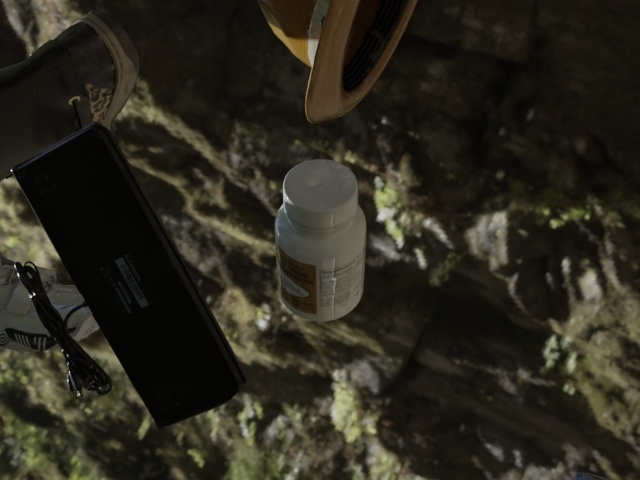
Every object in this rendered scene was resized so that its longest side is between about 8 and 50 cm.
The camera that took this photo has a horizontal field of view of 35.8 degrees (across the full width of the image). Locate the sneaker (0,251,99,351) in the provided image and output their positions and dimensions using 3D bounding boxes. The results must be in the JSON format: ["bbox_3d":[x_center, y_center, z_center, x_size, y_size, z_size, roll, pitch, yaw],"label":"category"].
[{"bbox_3d":[-0.528,0.069,1.642,0.137,0.366,0.210,-72,-26,-61],"label":"sneaker"}]

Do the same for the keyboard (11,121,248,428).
[{"bbox_3d":[-0.220,0.053,1.027,0.201,0.317,0.033,-24,8,22],"label":"keyboard"}]

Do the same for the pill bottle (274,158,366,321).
[{"bbox_3d":[0.000,0.000,1.419,0.229,0.131,0.131,90,-156,-49],"label":"pill bottle"}]

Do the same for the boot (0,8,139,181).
[{"bbox_3d":[-0.399,-0.114,1.272,0.284,0.138,0.377,-36,-7,-39],"label":"boot"}]

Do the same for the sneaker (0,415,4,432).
[{"bbox_3d":[-0.532,0.235,1.418,0.064,0.192,0.086,-49,-54,-25],"label":"sneaker"}]

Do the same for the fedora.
[{"bbox_3d":[0.013,-0.173,0.649,0.194,0.079,0.194,-57,-14,-22],"label":"fedora"}]

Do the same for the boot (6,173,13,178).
[{"bbox_3d":[-0.554,-0.184,1.537,0.263,0.229,0.091,-21,41,31],"label":"boot"}]

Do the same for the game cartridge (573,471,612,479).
[{"bbox_3d":[0.234,0.388,0.875,0.068,0.230,0.355,29,96,52],"label":"game cartridge"}]
